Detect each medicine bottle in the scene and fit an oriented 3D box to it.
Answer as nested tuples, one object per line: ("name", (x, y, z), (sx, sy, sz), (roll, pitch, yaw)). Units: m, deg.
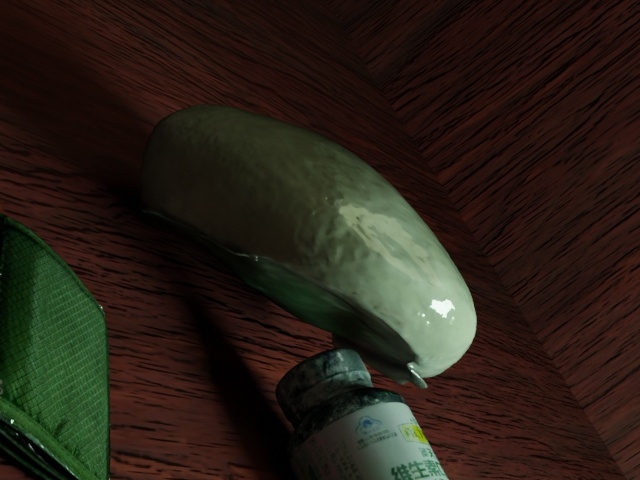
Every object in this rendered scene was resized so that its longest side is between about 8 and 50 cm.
("medicine bottle", (0.057, 0.255, 1.624), (0.141, 0.141, 0.293), (26, 30, -58))

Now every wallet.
("wallet", (-0.232, 0.099, 1.306), (0.160, 0.055, 0.236), (45, 23, -35))

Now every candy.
("candy", (0.000, 0.000, 1.713), (0.427, 0.186, 0.386), (31, -9, 46))
